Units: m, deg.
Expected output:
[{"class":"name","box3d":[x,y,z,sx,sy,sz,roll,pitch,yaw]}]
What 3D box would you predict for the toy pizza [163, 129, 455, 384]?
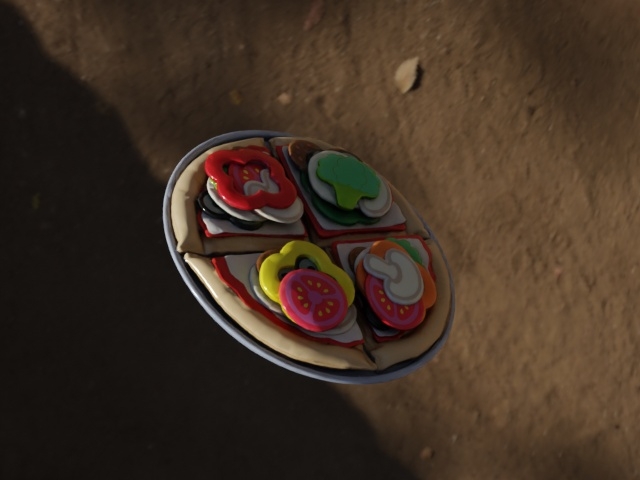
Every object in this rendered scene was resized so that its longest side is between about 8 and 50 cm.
[{"class":"toy pizza","box3d":[0.000,0.000,0.760,0.201,0.201,0.032,36,131,3]}]
